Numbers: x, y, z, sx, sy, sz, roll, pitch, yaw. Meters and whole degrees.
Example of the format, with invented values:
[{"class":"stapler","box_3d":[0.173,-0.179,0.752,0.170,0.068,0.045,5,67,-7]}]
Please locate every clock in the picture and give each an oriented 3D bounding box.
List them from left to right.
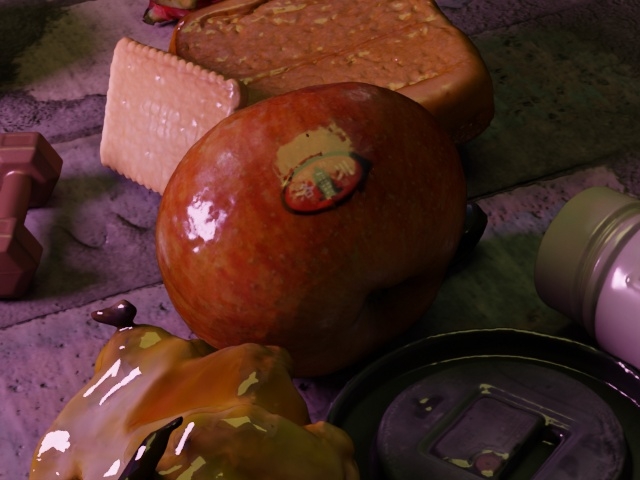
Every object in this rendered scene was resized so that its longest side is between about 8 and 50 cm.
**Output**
[{"class":"clock","box_3d":[0.160,0.197,1.502,0.319,0.066,0.319,-2,36,1]}]

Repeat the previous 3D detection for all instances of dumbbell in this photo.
[{"class":"dumbbell","box_3d":[-0.339,-0.032,1.843,0.092,0.082,0.231,-1,35,1]}]

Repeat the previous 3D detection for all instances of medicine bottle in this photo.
[{"class":"medicine bottle","box_3d":[0.353,0.066,1.586,0.170,0.170,0.293,-29,42,-32]}]

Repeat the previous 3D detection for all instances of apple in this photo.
[{"class":"apple","box_3d":[0.000,0.000,1.624,0.309,0.277,0.250,-27,49,9]}]

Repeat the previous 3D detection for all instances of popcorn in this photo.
[{"class":"popcorn","box_3d":[-0.094,0.211,1.348,0.297,0.281,0.316,-24,28,31]}]

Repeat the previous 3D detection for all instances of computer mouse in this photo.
[{"class":"computer mouse","box_3d":[0.119,0.006,1.790,0.135,0.047,0.079,-27,29,-13]}]

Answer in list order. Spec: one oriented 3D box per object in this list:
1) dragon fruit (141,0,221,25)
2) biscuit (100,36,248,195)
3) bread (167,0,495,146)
[{"class":"dragon fruit","box_3d":[-0.163,-0.347,2.224,0.160,0.166,0.172,22,5,-37]},{"class":"biscuit","box_3d":[-0.166,-0.128,1.886,0.030,0.160,0.250,-2,17,-40]},{"class":"bread","box_3d":[0.013,-0.170,1.961,0.337,0.148,0.328,-22,45,-17]}]
